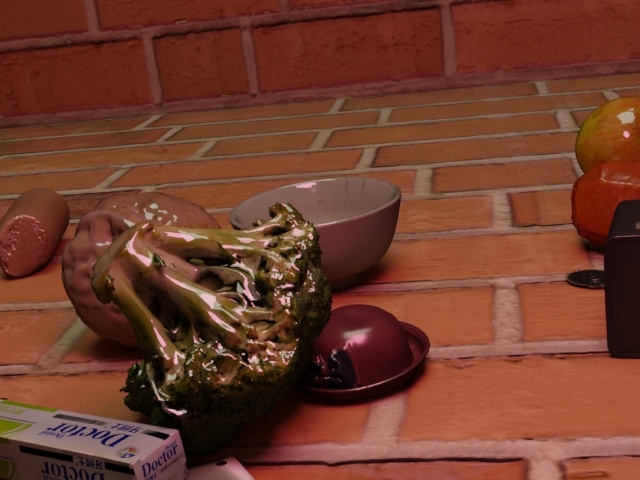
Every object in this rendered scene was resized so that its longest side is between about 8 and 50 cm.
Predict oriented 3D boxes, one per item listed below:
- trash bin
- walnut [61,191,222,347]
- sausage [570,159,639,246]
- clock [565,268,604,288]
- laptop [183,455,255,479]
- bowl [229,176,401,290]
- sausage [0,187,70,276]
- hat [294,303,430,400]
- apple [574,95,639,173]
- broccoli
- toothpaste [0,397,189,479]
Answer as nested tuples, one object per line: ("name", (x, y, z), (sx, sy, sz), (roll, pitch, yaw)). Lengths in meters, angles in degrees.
("trash bin", (0.451, 0.042, 1.378), (0.115, 0.165, 0.225), (-2, 16, 18))
("walnut", (-0.259, 0.043, 1.526), (0.248, 0.248, 0.248), (-6, 17, 2))
("sausage", (0.535, -0.051, 1.646), (0.268, 0.153, 0.141), (12, 19, 44))
("clock", (0.424, 0.058, 1.579), (0.083, 0.010, 0.074), (9, 24, 41))
("laptop", (-0.182, 0.298, 1.042), (0.269, 0.015, 0.188), (-14, 17, -22))
("bowl", (0.000, 0.000, 1.700), (0.289, 0.146, 0.289), (-8, 18, 3))
("sausage", (-0.576, -0.019, 2.018), (0.123, 0.123, 0.253), (-8, 18, -5))
("hat", (0.046, 0.137, 1.344), (0.206, 0.089, 0.205), (-6, 18, 2))
("apple", (0.597, -0.184, 1.985), (0.196, 0.196, 0.196), (-6, 17, 2))
("broccoli", (-0.141, 0.092, 1.230), (0.304, 0.283, 0.321), (-18, 37, 57))
("toothpaste", (-0.307, 0.240, 1.168), (0.337, 0.067, 0.081), (1, 20, 34))
